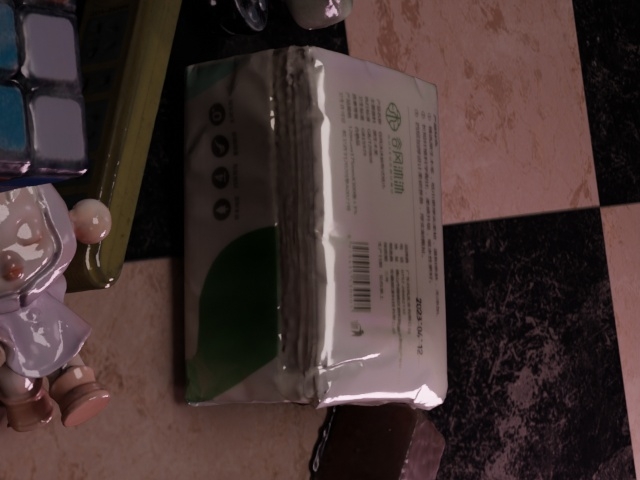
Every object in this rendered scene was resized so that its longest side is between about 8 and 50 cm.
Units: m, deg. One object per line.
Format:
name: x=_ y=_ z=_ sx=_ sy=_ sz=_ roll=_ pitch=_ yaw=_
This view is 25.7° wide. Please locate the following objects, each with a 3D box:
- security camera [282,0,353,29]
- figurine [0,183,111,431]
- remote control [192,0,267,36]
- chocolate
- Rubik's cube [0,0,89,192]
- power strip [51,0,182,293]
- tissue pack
security camera: x=-0.009 y=-0.384 z=1.621 sx=0.157 sy=0.080 sz=0.301 roll=62 pitch=25 yaw=-50
figurine: x=-0.262 y=0.031 z=1.143 sx=0.200 sy=0.133 sz=0.275 roll=-27 pitch=111 yaw=-22
remote control: x=-0.099 y=-0.342 z=1.508 sx=0.090 sy=0.066 sz=0.265 roll=36 pitch=50 yaw=-63
chocolate: x=0.047 y=0.320 z=1.529 sx=0.112 sy=0.112 sz=0.321 roll=49 pitch=47 yaw=-41
Rubik's cube: x=-0.355 y=-0.164 z=0.914 sx=0.292 sy=0.293 sz=0.286 roll=-2 pitch=85 yaw=-56
power strip: x=-0.195 y=-0.135 z=1.297 sx=0.066 sy=0.092 sz=0.387 roll=37 pitch=54 yaw=-48
tissue pack: x=-0.001 y=0.000 z=1.454 sx=0.266 sy=0.194 sz=0.356 roll=8 pitch=79 yaw=-54
